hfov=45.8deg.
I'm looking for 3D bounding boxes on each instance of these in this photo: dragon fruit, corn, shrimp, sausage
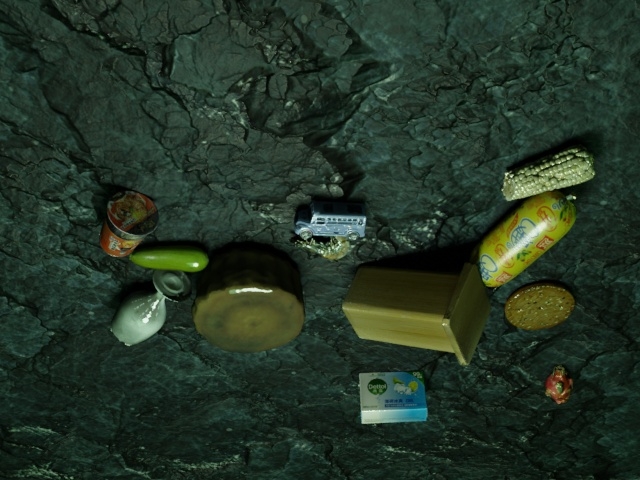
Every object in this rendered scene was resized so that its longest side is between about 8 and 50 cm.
[{"bbox_3d":[0.715,0.431,2.268,0.081,0.086,0.116,18,139,38],"label":"dragon fruit"},{"bbox_3d":[0.501,-0.149,1.683,0.211,0.087,0.087,-17,133,18],"label":"corn"},{"bbox_3d":[0.000,0.000,1.871,0.161,0.034,0.091,13,122,-22],"label":"shrimp"},{"bbox_3d":[0.472,-0.002,1.797,0.123,0.123,0.347,22,132,-21],"label":"sausage"}]

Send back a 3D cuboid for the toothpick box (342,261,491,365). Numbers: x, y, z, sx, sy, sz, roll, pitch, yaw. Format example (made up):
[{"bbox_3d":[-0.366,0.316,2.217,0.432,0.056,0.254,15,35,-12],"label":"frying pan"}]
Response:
[{"bbox_3d":[0.232,0.166,1.874,0.308,0.190,0.187,4,143,33],"label":"toothpick box"}]

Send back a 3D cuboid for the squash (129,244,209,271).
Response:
[{"bbox_3d":[-0.377,0.043,1.888,0.201,0.066,0.066,3,135,6],"label":"squash"}]

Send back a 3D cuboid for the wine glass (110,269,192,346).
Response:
[{"bbox_3d":[-0.445,0.171,1.972,0.126,0.126,0.241,29,125,-26],"label":"wine glass"}]

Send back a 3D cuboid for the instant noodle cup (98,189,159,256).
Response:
[{"bbox_3d":[-0.460,-0.030,1.780,0.127,0.127,0.135,22,139,-21],"label":"instant noodle cup"}]

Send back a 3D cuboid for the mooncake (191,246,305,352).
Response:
[{"bbox_3d":[-0.181,0.153,1.928,0.291,0.161,0.290,-1,136,-1],"label":"mooncake"}]

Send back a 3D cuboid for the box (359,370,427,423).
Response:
[{"bbox_3d":[0.215,0.466,2.258,0.194,0.139,0.073,-3,134,2],"label":"box"}]

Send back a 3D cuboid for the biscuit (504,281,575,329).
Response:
[{"bbox_3d":[0.593,0.176,2.047,0.188,0.027,0.187,0,134,0],"label":"biscuit"}]

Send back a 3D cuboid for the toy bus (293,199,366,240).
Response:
[{"bbox_3d":[0.022,-0.052,1.785,0.168,0.073,0.076,2,132,-7],"label":"toy bus"}]

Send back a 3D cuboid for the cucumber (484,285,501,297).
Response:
[{"bbox_3d":[0.490,0.053,1.911,0.043,0.044,0.256,47,129,15],"label":"cucumber"}]
